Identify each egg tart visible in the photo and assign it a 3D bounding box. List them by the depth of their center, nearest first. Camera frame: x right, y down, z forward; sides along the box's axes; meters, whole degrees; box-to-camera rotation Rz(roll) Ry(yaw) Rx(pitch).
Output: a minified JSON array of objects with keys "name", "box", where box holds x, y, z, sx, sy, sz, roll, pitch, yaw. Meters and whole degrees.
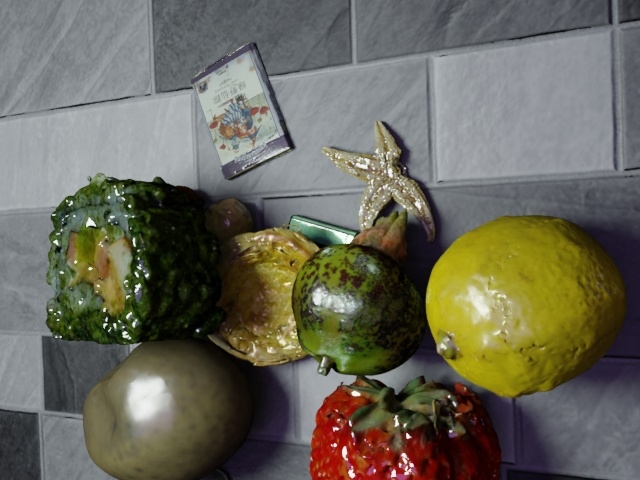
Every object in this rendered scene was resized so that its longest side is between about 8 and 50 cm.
[{"name":"egg tart","box":[-0.089,0.093,1.040,0.290,0.107,0.291,0,107,1]}]

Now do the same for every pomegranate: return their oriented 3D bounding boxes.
[{"name":"pomegranate","box":[0.058,0.078,0.905,0.203,0.222,0.277,-9,58,7]}]

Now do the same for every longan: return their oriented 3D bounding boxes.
[{"name":"longan","box":[-0.288,0.322,1.059,0.350,0.288,0.289,-30,81,27]}]

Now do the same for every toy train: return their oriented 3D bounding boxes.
[{"name":"toy train","box":[0.000,0.000,1.053,0.147,0.038,0.071,16,95,21]}]

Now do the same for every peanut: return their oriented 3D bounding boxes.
[{"name":"peanut","box":[-0.210,0.042,1.101,0.117,0.101,0.263,14,101,-11]}]

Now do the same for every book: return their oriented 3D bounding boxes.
[{"name":"book","box":[-0.162,-0.255,1.117,0.157,0.026,0.231,-23,83,21]}]

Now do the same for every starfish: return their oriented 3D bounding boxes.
[{"name":"starfish","box":[0.103,-0.090,1.004,0.138,0.050,0.248,-28,78,22]}]

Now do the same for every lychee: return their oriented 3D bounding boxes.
[{"name":"lychee","box":[-0.288,-0.055,1.128,0.146,0.114,0.114,-9,88,35]}]

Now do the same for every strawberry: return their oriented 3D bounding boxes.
[{"name":"strawberry","box":[0.135,0.396,0.878,0.311,0.267,0.352,4,92,-10]}]

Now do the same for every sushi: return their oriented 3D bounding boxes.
[{"name":"sushi","box":[-0.335,0.033,0.983,0.351,0.178,0.294,-3,86,40]}]

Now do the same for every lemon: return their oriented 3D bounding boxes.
[{"name":"lemon","box":[0.294,0.087,0.813,0.283,0.260,0.261,-5,90,-3]}]

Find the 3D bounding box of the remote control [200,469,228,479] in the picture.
[{"name":"remote control","box":[-0.289,0.622,1.171,0.127,0.065,0.336,18,98,22]}]
